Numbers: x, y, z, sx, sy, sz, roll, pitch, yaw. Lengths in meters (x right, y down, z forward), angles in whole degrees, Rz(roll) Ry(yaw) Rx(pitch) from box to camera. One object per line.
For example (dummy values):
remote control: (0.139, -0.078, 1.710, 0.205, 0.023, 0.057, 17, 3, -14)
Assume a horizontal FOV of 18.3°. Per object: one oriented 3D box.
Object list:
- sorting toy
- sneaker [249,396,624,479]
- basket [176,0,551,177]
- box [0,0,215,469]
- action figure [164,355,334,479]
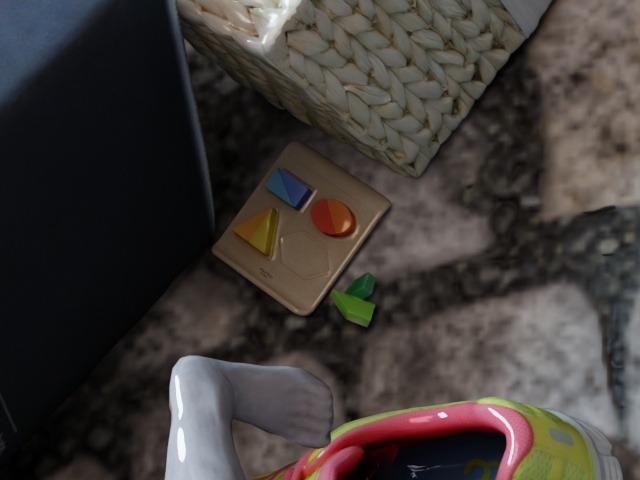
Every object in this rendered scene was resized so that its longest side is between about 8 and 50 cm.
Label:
sorting toy: (0.000, 0.000, 0.825, 0.083, 0.012, 0.062, 35, 84, 30)
sneaker: (0.003, 0.105, 0.735, 0.208, 0.094, 0.081, -26, 64, 12)
basket: (0.002, -0.106, 0.784, 0.113, 0.167, 0.103, 31, 89, 29)
box: (-0.280, 0.008, 0.744, 0.293, 0.212, 0.395, 35, 70, 19)
action figure: (-0.139, 0.197, 0.571, 0.341, 0.178, 0.330, -24, 27, 20)
